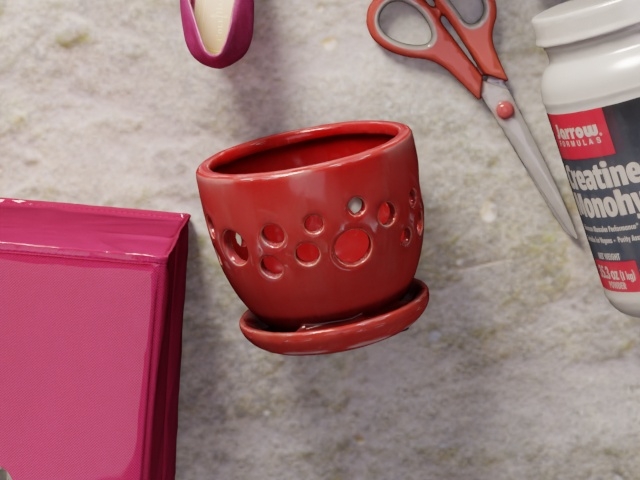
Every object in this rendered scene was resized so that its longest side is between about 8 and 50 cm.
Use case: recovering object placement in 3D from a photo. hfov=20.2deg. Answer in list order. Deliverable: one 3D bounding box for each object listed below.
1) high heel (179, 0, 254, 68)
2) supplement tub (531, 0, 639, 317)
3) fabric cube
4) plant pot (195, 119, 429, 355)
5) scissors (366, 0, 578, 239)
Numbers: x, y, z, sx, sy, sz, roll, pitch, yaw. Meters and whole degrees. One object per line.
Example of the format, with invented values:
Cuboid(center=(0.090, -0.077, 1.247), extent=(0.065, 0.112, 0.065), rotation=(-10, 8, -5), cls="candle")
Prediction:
Cuboid(center=(-0.097, -0.270, 1.544), extent=(0.082, 0.117, 0.244), rotation=(0, 99, 0), cls="high heel")
Cuboid(center=(0.300, -0.086, 1.536), extent=(0.191, 0.191, 0.272), rotation=(-19, 99, 3), cls="supplement tub")
Cuboid(center=(-0.250, 0.109, 1.536), extent=(0.254, 0.259, 0.258), rotation=(6, 99, 0), cls="fabric cube")
Cuboid(center=(0.000, 0.000, 1.553), extent=(0.191, 0.191, 0.174), rotation=(-10, 102, 2), cls="plant pot")
Cuboid(center=(0.164, -0.138, 1.614), extent=(0.109, 0.021, 0.297), rotation=(-44, 95, 5), cls="scissors")
